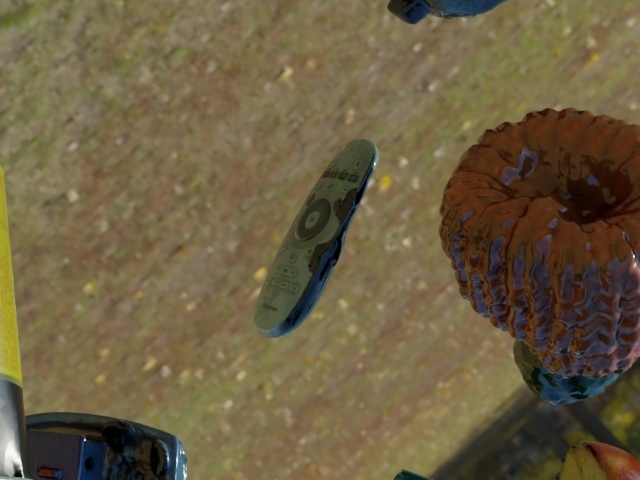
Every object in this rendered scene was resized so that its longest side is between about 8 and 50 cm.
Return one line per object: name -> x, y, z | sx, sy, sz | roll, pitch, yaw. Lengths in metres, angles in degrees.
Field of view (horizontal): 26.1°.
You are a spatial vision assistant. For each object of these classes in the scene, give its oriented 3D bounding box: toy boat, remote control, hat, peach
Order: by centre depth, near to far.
toy boat -> -0.221, 0.197, 1.188 | 0.223, 0.100, 0.097 | -1, 168, 23
hat -> 0.274, 0.071, 1.543 | 0.285, 0.285, 0.400 | -35, 136, -31
remote control -> -0.001, -0.002, 1.568 | 0.097, 0.045, 0.256 | 17, -102, 56
peach -> 0.351, 0.317, 1.668 | 0.118, 0.151, 0.151 | 1, 154, -12

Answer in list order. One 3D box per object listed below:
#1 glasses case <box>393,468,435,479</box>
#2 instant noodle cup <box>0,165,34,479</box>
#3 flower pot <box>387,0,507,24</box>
glasses case -> 0.216, 0.310, 1.395 | 0.117, 0.301, 0.070 | 74, 38, -62
instant noodle cup -> -0.284, 0.059, 0.908 | 0.215, 0.236, 0.215 | -1, 165, 0
flower pot -> 0.128, -0.457, 1.782 | 0.299, 0.299, 0.283 | -44, 139, 4
